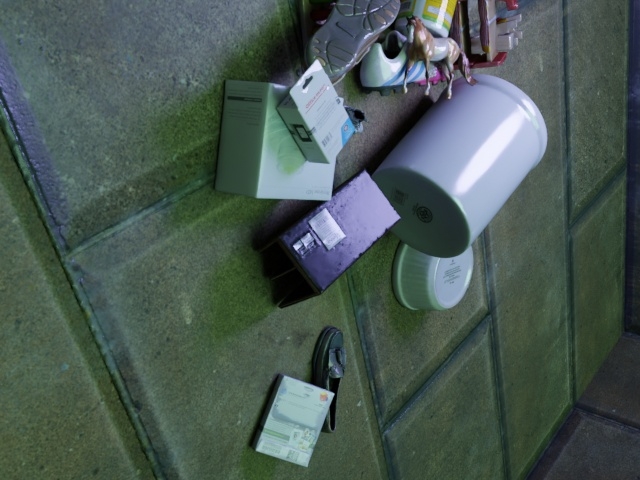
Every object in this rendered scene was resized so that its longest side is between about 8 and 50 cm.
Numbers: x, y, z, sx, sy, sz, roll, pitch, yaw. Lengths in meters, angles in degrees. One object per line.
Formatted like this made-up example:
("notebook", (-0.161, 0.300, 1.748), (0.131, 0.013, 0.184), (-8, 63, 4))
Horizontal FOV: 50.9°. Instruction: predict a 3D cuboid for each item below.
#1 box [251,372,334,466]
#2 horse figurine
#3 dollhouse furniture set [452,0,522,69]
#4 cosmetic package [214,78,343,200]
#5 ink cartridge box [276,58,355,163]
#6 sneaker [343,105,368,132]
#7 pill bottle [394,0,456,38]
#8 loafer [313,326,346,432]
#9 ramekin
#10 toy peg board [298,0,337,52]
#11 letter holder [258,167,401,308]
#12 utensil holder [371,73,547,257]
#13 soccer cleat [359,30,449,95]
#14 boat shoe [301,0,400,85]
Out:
("box", (-0.065, 0.432, 1.616), (0.145, 0.038, 0.186), (24, 82, -21))
("horse figurine", (0.282, -0.437, 1.633), (0.263, 0.066, 0.174), (-4, 100, -39))
("dollhouse furniture set", (0.468, -0.633, 1.923), (0.374, 0.152, 0.201), (-48, 134, -52))
("cosmetic package", (-0.083, -0.201, 1.390), (0.224, 0.138, 0.225), (-3, 104, -48))
("ink cartridge box", (-0.014, -0.249, 1.302), (0.104, 0.060, 0.180), (-55, 134, -25))
("sneaker", (0.092, -0.287, 1.616), (0.098, 0.069, 0.038), (34, 75, -48))
("pill bottle", (0.279, -0.632, 1.682), (0.136, 0.136, 0.246), (16, 89, -50))
("loafer", (0.030, 0.357, 1.714), (0.096, 0.084, 0.267), (8, 94, -50))
("ramekin", (0.337, 0.079, 1.955), (0.273, 0.127, 0.273), (-16, 112, -46))
("toy peg board", (0.039, -0.488, 1.492), (0.161, 0.079, 0.161), (-27, 119, -41))
("letter holder", (0.000, 0.000, 1.553), (0.302, 0.214, 0.152), (-41, 96, -34))
("utensil holder", (0.356, -0.189, 1.754), (0.385, 0.327, 0.328), (-49, 133, -27))
("soccer cleat", (0.226, -0.457, 1.684), (0.331, 0.116, 0.143), (-25, 121, -42))
("boat shoe", (0.055, -0.433, 1.421), (0.123, 0.116, 0.324), (41, 60, 0))
